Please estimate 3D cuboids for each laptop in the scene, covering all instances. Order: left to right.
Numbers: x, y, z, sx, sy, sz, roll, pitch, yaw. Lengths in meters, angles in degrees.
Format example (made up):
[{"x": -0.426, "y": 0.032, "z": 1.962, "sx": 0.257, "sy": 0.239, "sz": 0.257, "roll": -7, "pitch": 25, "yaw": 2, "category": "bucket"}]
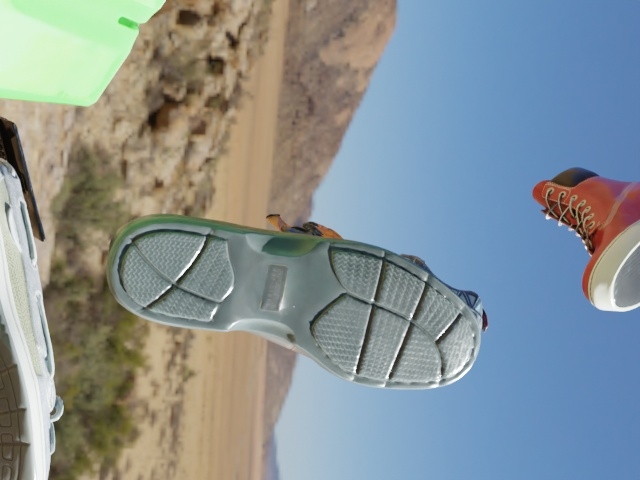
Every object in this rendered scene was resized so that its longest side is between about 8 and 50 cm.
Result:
[{"x": -0.641, "y": -0.114, "z": 1.775, "sx": 0.264, "sy": 0.136, "sz": 0.234, "roll": 24, "pitch": -49, "yaw": 41, "category": "laptop"}]

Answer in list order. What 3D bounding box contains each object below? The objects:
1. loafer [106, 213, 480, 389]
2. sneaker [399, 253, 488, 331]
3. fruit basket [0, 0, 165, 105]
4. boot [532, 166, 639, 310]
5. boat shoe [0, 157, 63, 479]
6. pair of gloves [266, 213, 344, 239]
[{"x": -0.016, "y": 0.032, "z": 0.689, "sx": 0.084, "sy": 0.267, "sz": 0.096, "roll": -134, "pitch": -117, "yaw": -71, "category": "loafer"}, {"x": 0.081, "y": 0.068, "z": 1.215, "sx": 0.125, "sy": 0.261, "sz": 0.104, "roll": -47, "pitch": 157, "yaw": -45, "category": "sneaker"}, {"x": -0.203, "y": -0.267, "z": 0.492, "sx": 0.283, "sy": 0.392, "sz": 0.392, "roll": 52, "pitch": -30, "yaw": 37, "category": "fruit basket"}, {"x": 0.300, "y": -0.010, "z": 1.111, "sx": 0.244, "sy": 0.176, "sz": 0.088, "roll": -37, "pitch": 133, "yaw": -46, "category": "boot"}, {"x": -0.286, "y": 0.080, "z": 0.868, "sx": 0.103, "sy": 0.118, "sz": 0.320, "roll": -8, "pitch": 84, "yaw": -66, "category": "boat shoe"}, {"x": 0.000, "y": 0.000, "z": 0.833, "sx": 0.083, "sy": 0.074, "sz": 0.010, "roll": 7, "pitch": 116, "yaw": -54, "category": "pair of gloves"}]
